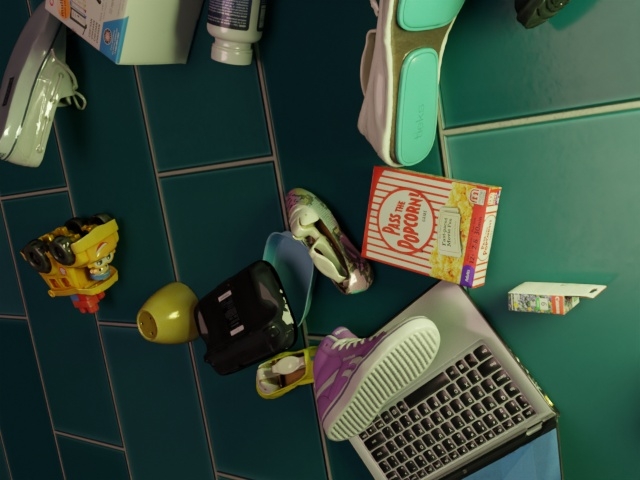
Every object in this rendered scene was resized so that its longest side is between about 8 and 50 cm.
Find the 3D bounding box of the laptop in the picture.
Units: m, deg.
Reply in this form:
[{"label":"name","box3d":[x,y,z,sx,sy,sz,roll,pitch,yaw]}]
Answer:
[{"label":"laptop","box3d":[0.142,0.337,1.039,0.382,0.236,0.408,-45,74,37]}]

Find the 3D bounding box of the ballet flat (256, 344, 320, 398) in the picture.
[{"label":"ballet flat","box3d":[-0.070,0.240,1.273,0.231,0.077,0.077,-29,66,43]}]

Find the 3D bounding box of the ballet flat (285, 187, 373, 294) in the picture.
[{"label":"ballet flat","box3d":[0.000,0.000,1.159,0.221,0.079,0.077,52,128,16]}]

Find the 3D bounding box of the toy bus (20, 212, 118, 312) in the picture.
[{"label":"toy bus","box3d":[-0.536,0.063,1.571,0.220,0.149,0.211,-8,110,37]}]

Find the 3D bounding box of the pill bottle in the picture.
[{"label":"pill bottle","box3d":[-0.139,-0.383,1.151,0.094,0.094,0.169,24,116,31]}]

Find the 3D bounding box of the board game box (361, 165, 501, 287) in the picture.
[{"label":"board game box","box3d":[0.161,-0.025,1.038,0.193,0.045,0.147,15,104,35]}]

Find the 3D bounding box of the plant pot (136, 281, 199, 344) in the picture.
[{"label":"plant pot","box3d":[-0.326,0.163,1.451,0.134,0.095,0.134,11,108,35]}]

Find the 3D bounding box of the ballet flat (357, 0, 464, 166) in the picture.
[{"label":"ballet flat","box3d":[0.112,-0.293,0.941,0.139,0.139,0.400,29,130,29]}]

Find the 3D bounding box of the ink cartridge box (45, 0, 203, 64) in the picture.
[{"label":"ink cartridge box","box3d":[-0.355,-0.448,1.256,0.232,0.168,0.171,38,124,25]}]

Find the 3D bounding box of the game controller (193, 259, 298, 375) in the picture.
[{"label":"game controller","box3d":[-0.149,0.152,1.308,0.319,0.067,0.167,-32,68,51]}]

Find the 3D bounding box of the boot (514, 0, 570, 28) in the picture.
[{"label":"boot","box3d":[0.264,-0.411,0.825,0.207,0.094,0.246,48,124,17]}]

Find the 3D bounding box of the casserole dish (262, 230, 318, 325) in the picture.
[{"label":"casserole dish","box3d":[-0.055,0.068,1.249,0.114,0.037,0.188,27,117,30]}]

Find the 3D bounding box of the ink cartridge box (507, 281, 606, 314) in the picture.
[{"label":"ink cartridge box","box3d":[0.320,0.078,0.938,0.115,0.063,0.029,1,102,38]}]

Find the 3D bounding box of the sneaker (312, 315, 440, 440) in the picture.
[{"label":"sneaker","box3d":[0.067,0.176,1.099,0.282,0.102,0.161,-51,39,32]}]

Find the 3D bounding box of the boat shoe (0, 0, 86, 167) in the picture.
[{"label":"boat shoe","box3d":[-0.586,-0.330,1.502,0.135,0.156,0.367,0,73,43]}]
